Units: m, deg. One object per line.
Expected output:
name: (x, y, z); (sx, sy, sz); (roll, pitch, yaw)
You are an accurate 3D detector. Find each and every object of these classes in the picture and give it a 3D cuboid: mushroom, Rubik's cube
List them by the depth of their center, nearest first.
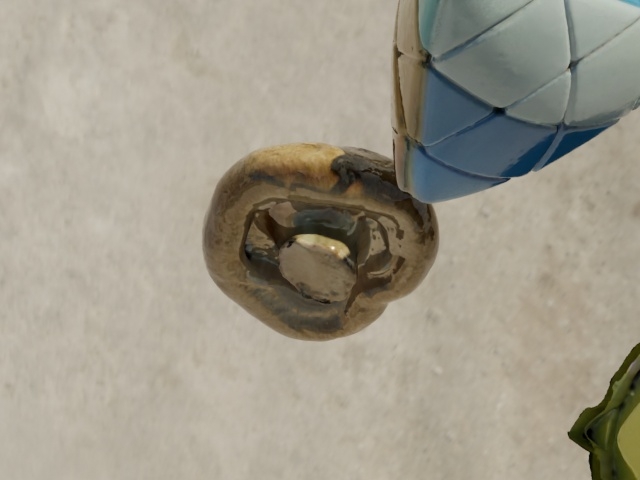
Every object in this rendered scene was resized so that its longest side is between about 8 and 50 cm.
Rubik's cube: (0.165, -0.174, 1.195); (0.254, 0.254, 0.254); (5, 64, -10)
mushroom: (0.000, 0.000, 1.734); (0.278, 0.278, 0.146); (11, 41, -7)

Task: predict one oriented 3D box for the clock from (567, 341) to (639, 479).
clock: (0.376, 0.210, 1.518); (0.071, 0.277, 0.293); (11, 40, -30)
